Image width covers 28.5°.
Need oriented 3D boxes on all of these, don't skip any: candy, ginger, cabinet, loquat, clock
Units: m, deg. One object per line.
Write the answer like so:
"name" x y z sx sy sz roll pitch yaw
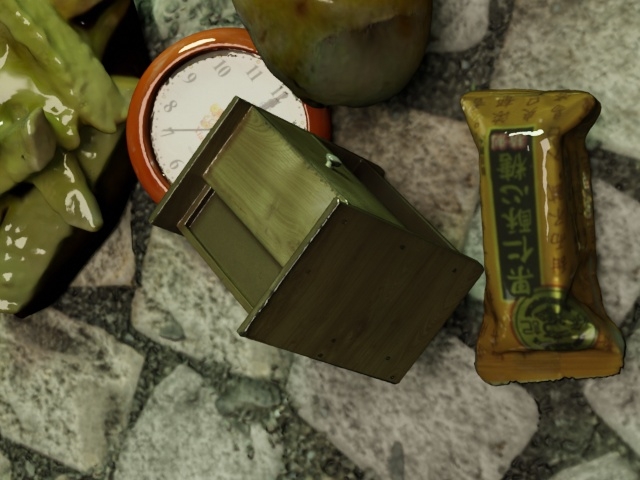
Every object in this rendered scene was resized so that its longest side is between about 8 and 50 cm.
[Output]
"candy" 0.198 -0.002 1.124 0.143 0.101 0.271 0 95 31
"ginger" -0.367 -0.140 1.302 0.358 0.211 0.413 20 97 24
"cabinet" 0.000 0.000 1.111 0.148 0.215 0.175 -54 48 13
"loquat" 0.012 -0.230 1.161 0.179 0.179 0.227 -27 87 20
"clock" -0.091 -0.108 1.250 0.205 0.051 0.205 0 92 4
